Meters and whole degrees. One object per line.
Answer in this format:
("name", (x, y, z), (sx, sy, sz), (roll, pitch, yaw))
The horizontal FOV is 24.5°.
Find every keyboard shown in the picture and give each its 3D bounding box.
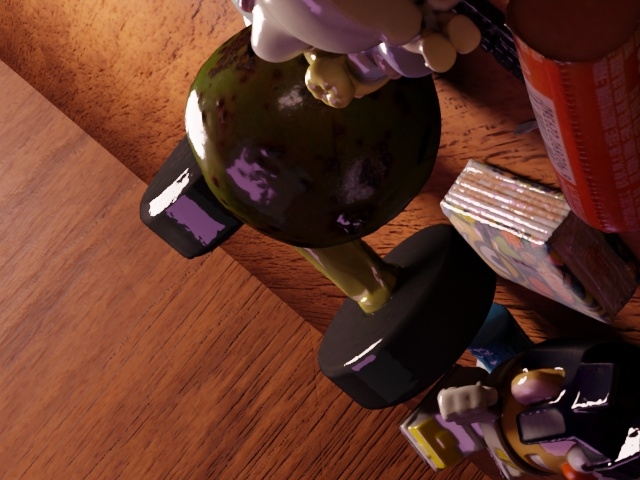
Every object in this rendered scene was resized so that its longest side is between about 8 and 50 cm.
("keyboard", (0.069, -0.168, 0.971), (0.195, 0.018, 0.060), (39, 174, 4))

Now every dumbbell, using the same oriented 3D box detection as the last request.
("dumbbell", (0.000, 0.000, 1.466), (0.322, 0.203, 0.204), (41, 171, -14))

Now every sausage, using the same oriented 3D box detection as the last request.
("sausage", (0.169, -0.068, 0.882), (0.074, 0.074, 0.274), (35, 169, 28))

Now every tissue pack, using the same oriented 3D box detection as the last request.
("tissue pack", (0.179, 0.000, 1.209), (0.108, 0.060, 0.148), (44, 171, -34))

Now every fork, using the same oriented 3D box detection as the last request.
("fork", (0.156, -0.083, 1.046), (0.012, 0.016, 0.115), (33, 174, -11))

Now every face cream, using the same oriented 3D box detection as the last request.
("face cream", (0.258, 0.181, 1.697), (0.163, 0.080, 0.336), (29, 167, 44))

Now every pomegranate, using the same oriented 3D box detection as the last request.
("pomegranate", (-0.009, -0.108, 1.112), (0.248, 0.202, 0.202), (67, -173, 32))

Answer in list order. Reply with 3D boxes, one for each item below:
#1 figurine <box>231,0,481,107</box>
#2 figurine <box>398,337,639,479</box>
("figurine", (-0.002, -0.166, 0.904), (0.155, 0.127, 0.235), (41, 170, -18))
("figurine", (0.231, 0.169, 1.442), (0.308, 0.308, 0.143), (122, 135, -81))
